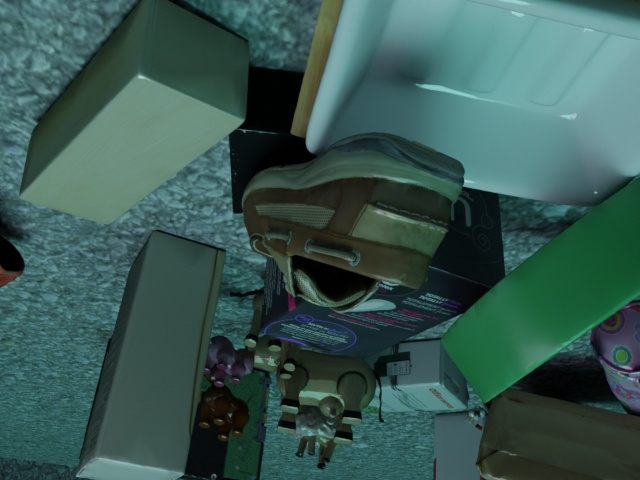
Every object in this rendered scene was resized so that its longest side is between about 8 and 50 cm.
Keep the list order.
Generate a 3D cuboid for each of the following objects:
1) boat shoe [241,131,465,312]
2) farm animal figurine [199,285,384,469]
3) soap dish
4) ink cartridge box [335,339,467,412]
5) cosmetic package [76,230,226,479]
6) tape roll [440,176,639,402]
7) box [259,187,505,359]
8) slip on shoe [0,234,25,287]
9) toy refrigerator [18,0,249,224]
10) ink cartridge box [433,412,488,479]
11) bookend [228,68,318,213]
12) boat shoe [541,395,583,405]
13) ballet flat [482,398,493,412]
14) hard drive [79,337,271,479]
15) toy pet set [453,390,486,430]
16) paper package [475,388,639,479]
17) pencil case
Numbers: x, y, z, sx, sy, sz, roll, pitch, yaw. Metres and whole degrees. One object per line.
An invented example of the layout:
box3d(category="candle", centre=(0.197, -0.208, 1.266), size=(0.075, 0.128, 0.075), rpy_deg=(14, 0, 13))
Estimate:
box3d(category="boat shoe", centre=(0.000, 0.000, 0.607), size=(0.123, 0.116, 0.324), rpy_deg=(13, 169, -18))
box3d(category="farm animal figurine", centre=(-0.044, 0.205, 1.144), size=(0.327, 0.172, 0.330), rpy_deg=(23, 135, -13))
box3d(category="soap dish", centre=(0.138, -0.141, 0.530), size=(0.291, 0.118, 0.229), rpy_deg=(9, 151, -7))
box3d(category="ink cartridge box", centre=(0.149, 0.253, 1.278), size=(0.208, 0.087, 0.153), rpy_deg=(-9, 148, 26))
box3d(category="cosmetic package", centre=(-0.227, 0.163, 0.949), size=(0.113, 0.309, 0.160), rpy_deg=(17, 150, -20))
box3d(category="tape roll", centre=(0.269, 0.039, 0.689), size=(0.321, 0.077, 0.321), rpy_deg=(-31, 163, -11))
box3d(category="box", centre=(0.061, 0.024, 0.815), size=(0.165, 0.143, 0.270), rpy_deg=(18, 148, -26))
box3d(category="slip on shoe", centre=(-0.463, -0.036, 0.861), size=(0.101, 0.123, 0.331), rpy_deg=(-24, 149, -14))
box3d(category="toy refrigerator", centre=(-0.186, -0.113, 0.670), size=(0.102, 0.094, 0.269), rpy_deg=(19, 150, -35))
box3d(category="ink cartridge box", centre=(0.389, 0.554, 1.641), size=(0.131, 0.226, 0.306), rpy_deg=(-14, 145, 32))
box3d(category="bookend", centre=(-0.009, -0.087, 0.701), size=(0.157, 0.072, 0.156), rpy_deg=(6, 152, -2))
box3d(category="boat shoe", centre=(0.462, 0.345, 1.423), size=(0.152, 0.056, 0.049), rpy_deg=(-3, 155, 15))
box3d(category="ballet flat", centre=(0.337, 0.303, 1.374), size=(0.057, 0.049, 0.173), rpy_deg=(-10, 148, 24))
box3d(category="hard drive", centre=(-0.268, 0.337, 1.353), size=(0.339, 0.237, 0.064), rpy_deg=(18, 150, -23))
box3d(category="toy pet set", centre=(0.273, 0.310, 1.400), size=(0.122, 0.065, 0.114), rpy_deg=(27, 170, 46))
box3d(category="paper package", centre=(0.477, 0.412, 1.260), size=(0.309, 0.168, 0.325), rpy_deg=(8, 157, 30))
box3d(category="pencil case", centre=(0.504, 0.200, 1.086), size=(0.124, 0.124, 0.284), rpy_deg=(-10, 149, 26))
